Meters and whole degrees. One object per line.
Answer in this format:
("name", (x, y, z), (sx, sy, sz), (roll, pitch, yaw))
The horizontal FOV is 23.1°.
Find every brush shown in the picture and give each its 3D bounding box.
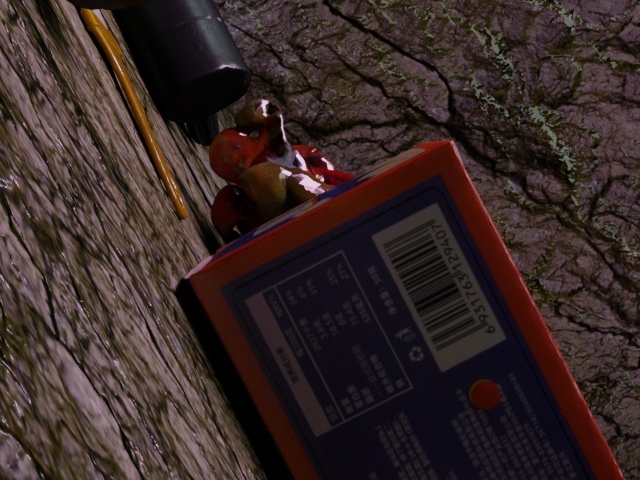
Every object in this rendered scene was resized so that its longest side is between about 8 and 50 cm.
("brush", (-0.187, -0.140, 1.532), (0.272, 0.013, 0.103), (65, 2, 14))

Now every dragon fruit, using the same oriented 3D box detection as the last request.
("dragon fruit", (-0.007, 0.013, 1.696), (0.307, 0.243, 0.227), (26, 36, -9))

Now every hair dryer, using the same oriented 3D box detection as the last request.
("hair dryer", (-0.181, -0.235, 1.964), (0.302, 0.116, 0.244), (90, -24, -68))

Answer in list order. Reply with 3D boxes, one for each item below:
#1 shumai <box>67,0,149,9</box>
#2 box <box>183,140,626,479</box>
("shumai", (-0.216, -0.298, 1.275), (0.185, 0.184, 0.218), (1, 70, -48))
("box", (0.071, 0.118, 1.378), (0.349, 0.257, 0.318), (63, 1, -4))
